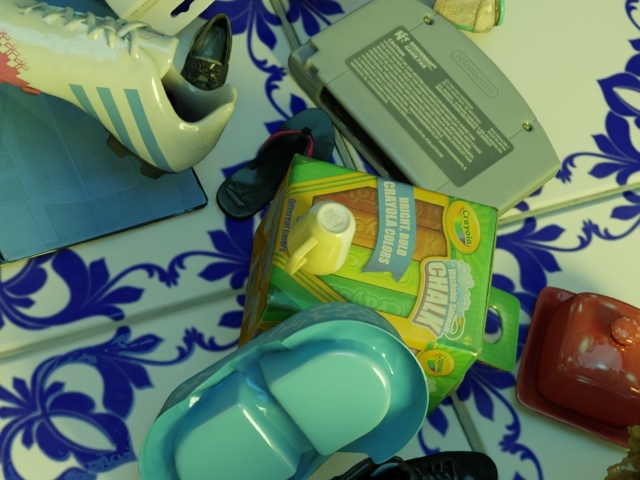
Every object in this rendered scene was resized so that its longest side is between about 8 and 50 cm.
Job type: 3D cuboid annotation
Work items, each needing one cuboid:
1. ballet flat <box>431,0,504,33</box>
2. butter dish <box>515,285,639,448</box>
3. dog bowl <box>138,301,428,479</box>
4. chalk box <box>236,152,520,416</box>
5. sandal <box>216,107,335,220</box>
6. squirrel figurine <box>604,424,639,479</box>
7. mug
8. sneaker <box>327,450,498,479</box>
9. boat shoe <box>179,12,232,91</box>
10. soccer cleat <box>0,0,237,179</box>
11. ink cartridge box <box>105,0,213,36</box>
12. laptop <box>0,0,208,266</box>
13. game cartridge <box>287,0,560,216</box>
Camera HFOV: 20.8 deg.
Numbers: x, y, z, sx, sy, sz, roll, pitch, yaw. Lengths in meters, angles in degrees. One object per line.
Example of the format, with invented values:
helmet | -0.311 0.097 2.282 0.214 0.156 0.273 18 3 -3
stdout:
ballet flat | 0.159 -0.396 2.131 0.106 0.107 0.316 -2 62 -2
butter dish | 0.310 0.119 1.884 0.160 0.118 0.160 22 58 -5
dog bowl | -0.038 0.168 1.690 0.166 0.297 0.074 53 13 -22
chalk box | 0.076 0.058 1.813 0.289 0.179 0.180 13 60 -9
sandal | -0.043 -0.088 1.938 0.067 0.040 0.179 42 60 8
squirrel figurine | 0.366 0.382 1.676 0.397 0.281 0.370 44 76 -12
mug | 0.004 -0.001 1.683 0.062 0.064 0.078 16 61 -9
sneaker | 0.099 0.249 1.751 0.217 0.121 0.079 -14 68 -22
boat shoe | -0.132 -0.191 1.962 0.056 0.049 0.152 13 60 -10
soccer cleat | -0.233 -0.194 1.795 0.331 0.143 0.116 32 36 -25
ink cartridge box | -0.210 -0.327 1.962 0.115 0.067 0.198 -40 86 10
laptop | -0.354 -0.189 1.797 0.236 0.408 0.382 -30 70 7
game cartridge | 0.127 -0.149 2.015 0.198 0.062 0.297 -33 75 -33
